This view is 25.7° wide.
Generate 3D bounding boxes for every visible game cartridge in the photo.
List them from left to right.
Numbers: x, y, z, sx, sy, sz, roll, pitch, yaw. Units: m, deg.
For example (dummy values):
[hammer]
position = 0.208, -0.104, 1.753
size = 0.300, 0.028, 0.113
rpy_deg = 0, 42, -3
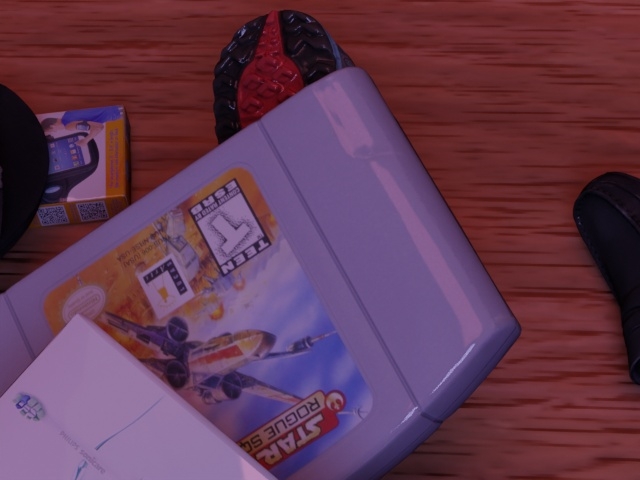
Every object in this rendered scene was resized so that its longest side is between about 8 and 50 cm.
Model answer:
[game cartridge]
position = -0.054, 0.064, 0.754
size = 0.297, 0.062, 0.198
rpy_deg = -34, 64, 10

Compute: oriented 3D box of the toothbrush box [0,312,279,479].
[toothbrush box]
position = -0.060, 0.210, 0.605
size = 0.295, 0.126, 0.216
rpy_deg = 36, 79, 22

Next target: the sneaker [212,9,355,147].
[sneaker]
position = 0.000, 0.000, 0.847
size = 0.104, 0.125, 0.262
rpy_deg = 0, 78, 29

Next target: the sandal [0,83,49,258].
[sandal]
position = -0.228, -0.016, 0.843
size = 0.097, 0.054, 0.254
rpy_deg = 19, 44, -5

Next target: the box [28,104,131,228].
[box]
position = -0.196, -0.047, 0.944
size = 0.136, 0.028, 0.081
rpy_deg = -6, 54, -2

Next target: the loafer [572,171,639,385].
[loafer]
position = 0.208, 0.051, 0.812
size = 0.078, 0.076, 0.223
rpy_deg = -20, 59, -19
